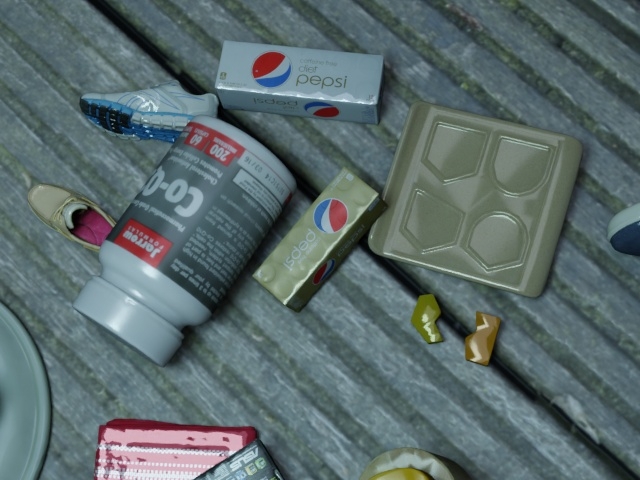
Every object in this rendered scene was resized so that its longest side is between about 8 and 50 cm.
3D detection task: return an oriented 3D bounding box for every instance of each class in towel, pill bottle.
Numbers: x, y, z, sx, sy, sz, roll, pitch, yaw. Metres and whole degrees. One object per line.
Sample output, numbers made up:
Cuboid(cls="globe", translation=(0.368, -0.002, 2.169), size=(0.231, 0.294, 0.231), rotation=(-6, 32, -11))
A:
Cuboid(cls="towel", translation=(-0.179, 0.353, 1.326), size=(0.198, 0.031, 0.275), rotation=(1, 75, 4))
Cuboid(cls="pill bottle", translation=(-0.169, 0.002, 1.361), size=(0.161, 0.161, 0.283), rotation=(31, 78, 13))

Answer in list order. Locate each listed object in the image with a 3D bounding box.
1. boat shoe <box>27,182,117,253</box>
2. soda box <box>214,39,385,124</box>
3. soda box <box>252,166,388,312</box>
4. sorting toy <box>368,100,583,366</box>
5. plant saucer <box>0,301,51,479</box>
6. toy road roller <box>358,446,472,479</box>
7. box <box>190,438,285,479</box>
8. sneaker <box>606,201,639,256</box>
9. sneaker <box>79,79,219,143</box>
Cuboid(cls="boat shoe", translation=(-0.313, -0.030, 1.438), size=(0.170, 0.059, 0.063), rotation=(29, 78, 13))
Cuboid(cls="soda box", translation=(-0.025, -0.208, 1.461), size=(0.216, 0.069, 0.074), rotation=(7, 74, 7))
Cuboid(cls="soda box", translation=(0.000, 0.000, 1.385), size=(0.061, 0.058, 0.181), rotation=(40, 89, 20))
Cuboid(cls="sorting toy", translation=(0.183, -0.009, 1.401), size=(0.229, 0.041, 0.307), rotation=(16, 82, 13))
Cuboid(cls="plant saucer", translation=(-0.540, 0.222, 1.363), size=(0.400, 0.100, 0.401), rotation=(-2, 73, 5))
Cuboid(cls="toy road roller", translation=(0.192, 0.369, 1.175), size=(0.240, 0.202, 0.330), rotation=(-19, 72, 13))
Cuboid(cls="box", translation=(-0.103, 0.358, 1.284), size=(0.190, 0.045, 0.184), rotation=(-32, 79, -7))
Cuboid(cls="sneaker", translation=(0.515, 0.037, 1.303), size=(0.349, 0.131, 0.148), rotation=(5, 69, 6))
Cuboid(cls="sneaker", translation=(-0.224, -0.179, 1.478), size=(0.190, 0.071, 0.083), rotation=(11, 65, 3))
